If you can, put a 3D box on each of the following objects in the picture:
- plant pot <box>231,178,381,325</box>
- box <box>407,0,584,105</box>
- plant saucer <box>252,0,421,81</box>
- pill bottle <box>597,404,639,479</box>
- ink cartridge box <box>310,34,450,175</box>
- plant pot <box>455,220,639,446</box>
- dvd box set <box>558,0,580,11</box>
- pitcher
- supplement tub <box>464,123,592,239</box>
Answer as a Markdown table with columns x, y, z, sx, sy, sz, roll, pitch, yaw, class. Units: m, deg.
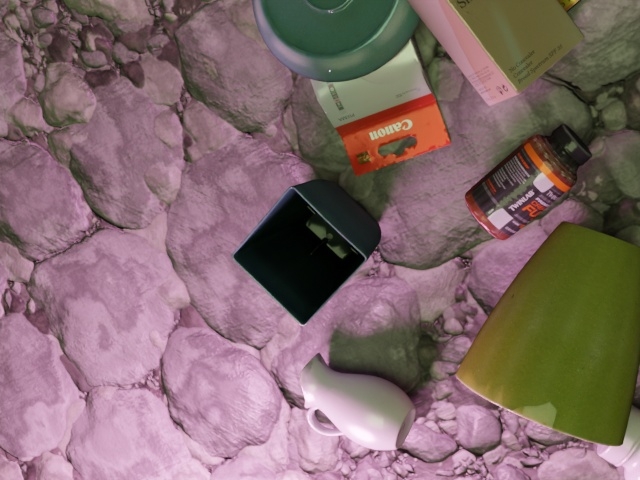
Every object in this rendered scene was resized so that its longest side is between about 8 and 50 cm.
| x | y | z | sx | sy | sz | roll | pitch | yaw | class |
| --- | --- | --- | --- | --- | --- | --- | --- | --- | --- |
| 0.000 | 0.000 | 1.433 | 0.165 | 0.234 | 0.166 | 44 | 113 | 4 | plant pot |
| 0.230 | -0.372 | 1.270 | 0.148 | 0.121 | 0.311 | -42 | 97 | -7 | box |
| 0.020 | -0.420 | 1.382 | 0.317 | 0.043 | 0.318 | 2 | 94 | 24 | plant saucer |
| 0.587 | 0.374 | 1.383 | 0.245 | 0.136 | 0.136 | 31 | 112 | 9 | pill bottle |
| 0.095 | -0.242 | 1.434 | 0.189 | 0.066 | 0.232 | -18 | 94 | 22 | ink cartridge box |
| 0.393 | 0.129 | 1.340 | 0.274 | 0.275 | 0.294 | 21 | 94 | 13 | plant pot |
| 0.332 | -0.581 | 1.227 | 0.420 | 0.062 | 0.307 | 49 | 122 | -1 | dvd box set |
| 0.064 | 0.321 | 1.572 | 0.207 | 0.125 | 0.178 | 21 | 131 | 24 | pitcher |
| 0.335 | -0.097 | 1.360 | 0.198 | 0.106 | 0.106 | -43 | 88 | 24 | supplement tub |
